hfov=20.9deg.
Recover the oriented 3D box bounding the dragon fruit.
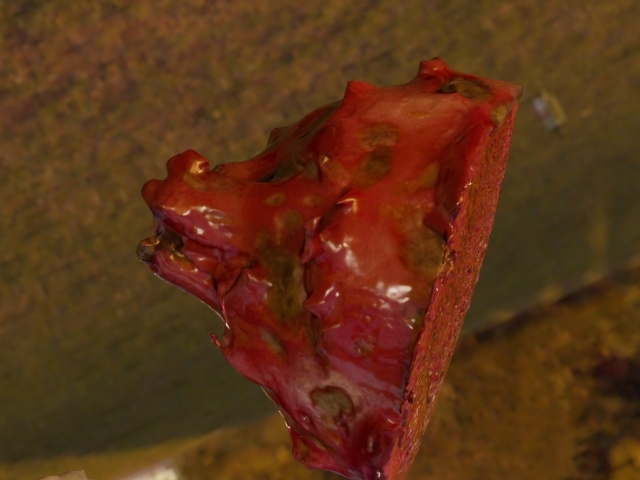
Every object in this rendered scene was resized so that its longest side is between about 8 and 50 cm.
[{"bbox_3d":[0.000,0.000,0.587,0.153,0.111,0.153,21,90,-82],"label":"dragon fruit"}]

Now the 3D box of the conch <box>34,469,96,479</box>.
[{"bbox_3d":[-0.115,0.271,0.636,0.297,0.352,0.210,27,129,-36],"label":"conch"}]
